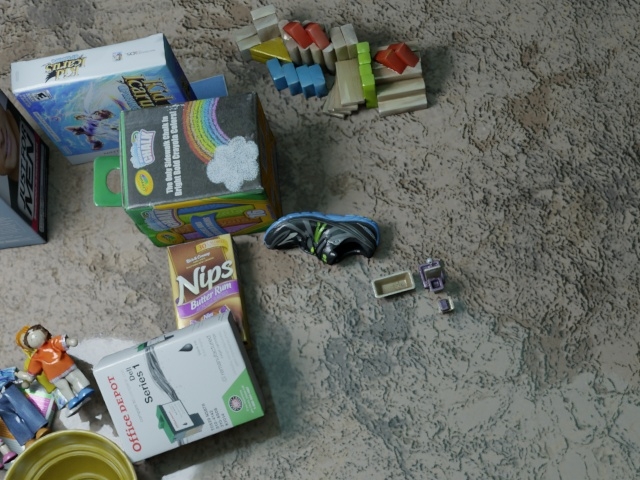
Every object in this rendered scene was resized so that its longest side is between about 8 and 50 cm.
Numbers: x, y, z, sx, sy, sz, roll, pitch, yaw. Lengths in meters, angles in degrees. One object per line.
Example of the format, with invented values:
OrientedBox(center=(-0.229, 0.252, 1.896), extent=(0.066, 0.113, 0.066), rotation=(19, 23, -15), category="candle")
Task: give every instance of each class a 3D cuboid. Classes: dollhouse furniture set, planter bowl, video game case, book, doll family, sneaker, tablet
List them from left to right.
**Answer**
OrientedBox(center=(-0.478, 0.291, 1.719), extent=(0.096, 0.035, 0.144), rotation=(12, 72, 9), category="book")
OrientedBox(center=(-0.462, 0.229, 1.681), extent=(0.263, 0.118, 0.163), rotation=(-40, 83, 6), category="doll family")
OrientedBox(center=(-0.365, 0.398, 1.629), extent=(0.217, 0.090, 0.217), rotation=(-3, 70, 7), category="planter bowl")
OrientedBox(center=(-0.334, -0.222, 1.764), extent=(0.244, 0.269, 0.061), rotation=(-12, 69, 4), category="video game case")
OrientedBox(center=(-0.205, -0.258, 1.901), extent=(0.083, 0.006, 0.054), rotation=(-15, 68, 1), category="tablet")
OrientedBox(center=(0.000, 0.000, 1.741), extent=(0.188, 0.067, 0.078), rotation=(1, 63, 5), category="sneaker")
OrientedBox(center=(0.141, 0.073, 1.685), extent=(0.114, 0.081, 0.091), rotation=(-15, 68, 2), category="dollhouse furniture set")

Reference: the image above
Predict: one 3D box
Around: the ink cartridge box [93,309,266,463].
OrientedBox(center=(-0.212, 0.222, 1.642), extent=(0.219, 0.092, 0.160), rotation=(-21, 97, 1), category="ink cartridge box")

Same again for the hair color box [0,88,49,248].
OrientedBox(center=(-0.544, -0.138, 1.705), extent=(0.113, 0.374, 0.185), rotation=(-7, 69, 5), category="hair color box")

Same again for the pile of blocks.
OrientedBox(center=(0.009, -0.304, 1.831), extent=(0.362, 0.113, 0.149), rotation=(14, 72, 13), category="pile of blocks")

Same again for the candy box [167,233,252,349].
OrientedBox(center=(-0.179, 0.091, 1.741), extent=(0.109, 0.053, 0.187), rotation=(-12, 67, 4), category="candy box")

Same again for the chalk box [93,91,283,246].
OrientedBox(center=(-0.221, -0.107, 1.756), extent=(0.289, 0.179, 0.180), rotation=(-7, 69, 6), category="chalk box")
